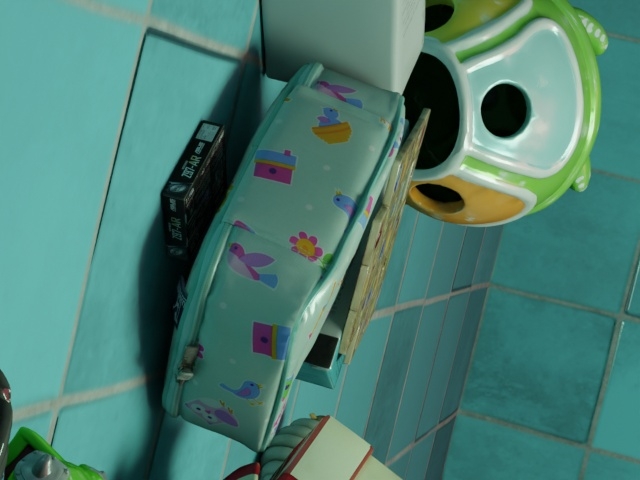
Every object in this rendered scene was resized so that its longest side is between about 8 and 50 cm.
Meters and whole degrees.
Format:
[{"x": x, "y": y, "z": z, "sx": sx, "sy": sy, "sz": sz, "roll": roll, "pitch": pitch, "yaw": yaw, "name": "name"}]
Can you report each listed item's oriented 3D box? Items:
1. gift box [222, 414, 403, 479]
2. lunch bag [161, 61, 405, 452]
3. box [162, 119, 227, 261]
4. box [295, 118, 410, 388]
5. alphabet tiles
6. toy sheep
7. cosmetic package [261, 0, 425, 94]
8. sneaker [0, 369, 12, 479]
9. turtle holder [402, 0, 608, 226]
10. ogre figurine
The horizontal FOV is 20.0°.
[{"x": -0.012, "y": 0.310, "z": 1.422, "sx": 0.255, "sy": 0.258, "sz": 0.276, "roll": -53, "pitch": 180, "yaw": 34, "name": "gift box"}, {"x": -0.034, "y": 0.017, "z": 1.410, "sx": 0.224, "sy": 0.108, "sz": 0.279, "roll": 112, "pitch": 3, "yaw": -51, "name": "lunch bag"}, {"x": -0.092, "y": -0.037, "z": 1.333, "sx": 0.067, "sy": 0.018, "sz": 0.083, "roll": 91, "pitch": 18, "yaw": -48, "name": "box"}, {"x": 0.000, "y": 0.000, "z": 1.600, "sx": 0.060, "sy": 0.100, "sz": 0.244, "roll": 75, "pitch": 32, "yaw": -68, "name": "box"}, {"x": 0.052, "y": 0.005, "z": 1.547, "sx": 0.237, "sy": 0.009, "sz": 0.198, "roll": -56, "pitch": 162, "yaw": -70, "name": "alphabet tiles"}, {"x": -0.021, "y": 0.228, "z": 1.816, "sx": 0.091, "sy": 0.091, "sz": 0.132, "roll": 89, "pitch": 25, "yaw": -51, "name": "toy sheep"}, {"x": 0.018, "y": -0.217, "z": 1.398, "sx": 0.231, "sy": 0.117, "sz": 0.085, "roll": 89, "pitch": 20, "yaw": -53, "name": "cosmetic package"}, {"x": -0.220, "y": 0.209, "z": 0.789, "sx": 0.139, "sy": 0.125, "sz": 0.341, "roll": 99, "pitch": 14, "yaw": -58, "name": "sneaker"}, {"x": 0.154, "y": -0.169, "z": 1.792, "sx": 0.227, "sy": 0.243, "sz": 0.320, "roll": -15, "pitch": 129, "yaw": -57, "name": "turtle holder"}, {"x": -0.174, "y": 0.179, "z": 1.052, "sx": 0.118, "sy": 0.097, "sz": 0.197, "roll": -56, "pitch": 150, "yaw": -6, "name": "ogre figurine"}]
